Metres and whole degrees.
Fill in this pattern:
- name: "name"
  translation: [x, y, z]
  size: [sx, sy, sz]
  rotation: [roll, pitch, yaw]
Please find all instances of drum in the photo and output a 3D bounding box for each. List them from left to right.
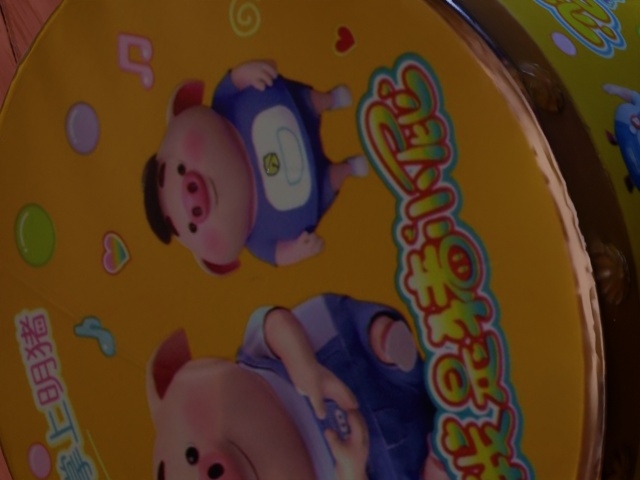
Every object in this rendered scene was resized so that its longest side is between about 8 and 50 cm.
- name: "drum"
  translation: [0.025, 0.032, 0.831]
  size: [0.431, 0.214, 0.431]
  rotation: [7, 100, 41]
